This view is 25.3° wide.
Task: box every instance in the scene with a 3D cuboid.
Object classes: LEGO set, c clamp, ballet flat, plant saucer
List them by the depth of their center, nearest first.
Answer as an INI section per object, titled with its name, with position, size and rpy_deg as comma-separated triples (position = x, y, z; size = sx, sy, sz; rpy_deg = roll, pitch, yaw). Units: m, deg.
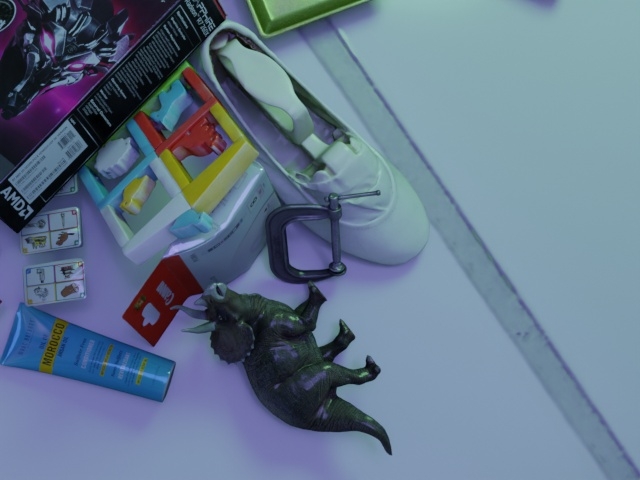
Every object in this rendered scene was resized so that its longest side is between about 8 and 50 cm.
[LEGO set]
position = -0.402, 0.006, 1.728
size = 0.244, 0.060, 0.183
rpy_deg = -9, 76, 6
[c clamp]
position = 0.000, 0.000, 1.753
size = 0.137, 0.161, 0.022
rpy_deg = 0, 47, -4
[ballet flat]
position = -0.018, -0.122, 1.771
size = 0.400, 0.139, 0.139
rpy_deg = 45, 79, -1
[plant saucer]
position = -0.027, -0.371, 1.845
size = 0.188, 0.045, 0.188
rpy_deg = -22, 86, -11

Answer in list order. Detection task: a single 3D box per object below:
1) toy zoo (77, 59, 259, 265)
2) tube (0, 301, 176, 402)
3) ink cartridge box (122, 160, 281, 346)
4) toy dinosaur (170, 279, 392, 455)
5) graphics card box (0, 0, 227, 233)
[toy zoo]
position = -0.187, -0.097, 1.675
size = 0.192, 0.030, 0.293
rpy_deg = -43, 45, 5
[tube]
position = -0.283, 0.143, 1.746
size = 0.207, 0.052, 0.080
rpy_deg = 17, 70, 0
[ink cartridge box]
position = -0.134, 0.024, 1.706
size = 0.066, 0.189, 0.232
rpy_deg = 26, 79, 12
[toy dinosaur]
position = -0.031, 0.151, 1.756
size = 0.160, 0.121, 0.313
rpy_deg = -37, 104, -1
[graphics card box]
position = -0.322, -0.214, 1.712
size = 0.232, 0.094, 0.371
rpy_deg = 37, 79, 30
